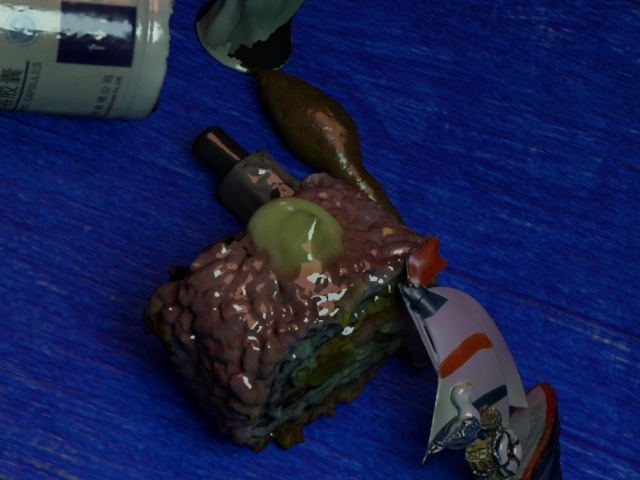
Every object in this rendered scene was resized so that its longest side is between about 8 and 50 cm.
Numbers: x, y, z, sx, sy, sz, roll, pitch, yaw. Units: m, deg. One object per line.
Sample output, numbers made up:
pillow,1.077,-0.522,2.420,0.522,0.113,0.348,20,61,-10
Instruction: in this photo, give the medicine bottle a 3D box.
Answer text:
medicine bottle,-0.331,-0.225,1.996,0.332,0.190,0.190,3,53,-20

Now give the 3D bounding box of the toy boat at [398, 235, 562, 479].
toy boat,0.155,0.145,1.895,0.219,0.072,0.318,-16,96,-51

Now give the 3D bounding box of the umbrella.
umbrella,0.000,0.000,2.037,0.337,0.073,0.067,40,34,12

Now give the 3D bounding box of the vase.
vase,-0.029,-0.335,2.098,0.165,0.360,0.165,11,51,-14

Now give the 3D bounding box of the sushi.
sushi,-0.025,0.053,1.873,0.270,0.236,0.171,-33,63,-24

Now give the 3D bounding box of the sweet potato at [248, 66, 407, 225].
sweet potato,0.012,-0.102,2.123,0.075,0.075,0.269,-28,71,-37
